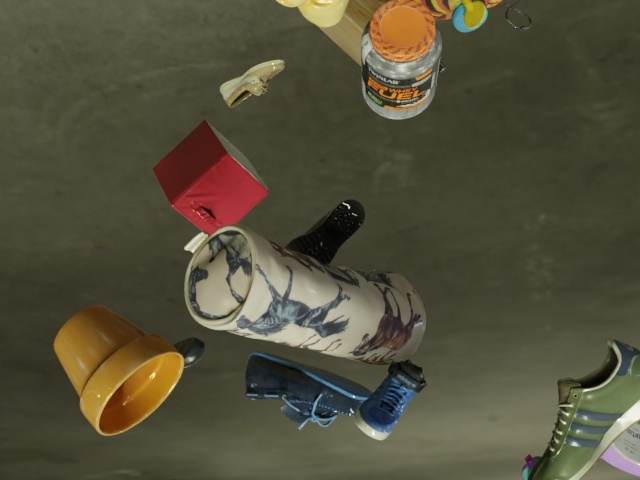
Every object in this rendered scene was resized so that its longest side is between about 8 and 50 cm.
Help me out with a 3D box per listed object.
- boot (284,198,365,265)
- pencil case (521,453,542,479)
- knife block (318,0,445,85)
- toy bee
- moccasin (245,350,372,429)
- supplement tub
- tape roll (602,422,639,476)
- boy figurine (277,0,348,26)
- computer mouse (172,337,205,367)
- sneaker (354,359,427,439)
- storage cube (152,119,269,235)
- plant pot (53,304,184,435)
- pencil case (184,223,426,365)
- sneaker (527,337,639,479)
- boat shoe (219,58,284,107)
[{"bbox_3d":[0.000,0.000,1.726,0.198,0.077,0.137,-37,-174,3],"label":"boot"},{"bbox_3d":[0.450,0.468,1.825,0.064,0.070,0.152,-40,-161,-10],"label":"pencil case"},{"bbox_3d":[0.126,-0.410,2.051,0.276,0.242,0.088,7,146,-16],"label":"knife block"},{"bbox_3d":[0.294,-0.500,1.836,0.298,0.195,0.162,-25,153,-33],"label":"toy bee"},{"bbox_3d":[-0.024,0.313,1.901,0.138,0.116,0.342,18,175,-37],"label":"moccasin"},{"bbox_3d":[0.117,-0.266,1.395,0.117,0.116,0.190,-5,162,2],"label":"supplement tub"},{"bbox_3d":[0.631,0.338,1.733,0.275,0.090,0.274,14,143,11],"label":"tape roll"},{"bbox_3d":[-0.067,-0.465,1.633,0.285,0.177,0.092,30,107,-23],"label":"boy figurine"},{"bbox_3d":[-0.316,0.252,1.958,0.242,0.071,0.041,-21,123,42],"label":"computer mouse"},{"bbox_3d":[0.099,0.208,1.285,0.084,0.058,0.152,-60,167,19],"label":"sneaker"},{"bbox_3d":[-0.278,-0.151,2.414,0.193,0.215,0.184,-43,132,5],"label":"storage cube"},{"bbox_3d":[-0.395,0.228,1.786,0.205,0.188,0.205,-40,157,-21],"label":"plant pot"},{"bbox_3d":[-0.022,0.091,1.527,0.410,0.183,0.159,18,111,-41],"label":"pencil case"},{"bbox_3d":[0.275,0.184,1.011,0.192,0.086,0.064,-44,-175,2],"label":"sneaker"},{"bbox_3d":[-0.113,-0.271,1.638,0.135,0.045,0.050,-23,174,33],"label":"boat shoe"}]
